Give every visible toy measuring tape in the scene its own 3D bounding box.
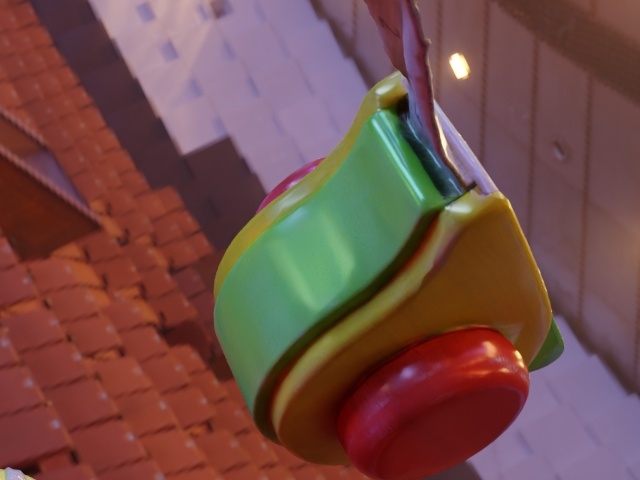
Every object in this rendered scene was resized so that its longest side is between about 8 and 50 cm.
[{"bbox_3d":[0.000,0.000,0.389,0.121,0.121,0.330,50,-2,33],"label":"toy measuring tape"}]

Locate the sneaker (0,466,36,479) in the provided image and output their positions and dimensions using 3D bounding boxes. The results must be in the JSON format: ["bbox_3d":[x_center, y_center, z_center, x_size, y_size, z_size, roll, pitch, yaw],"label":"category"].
[{"bbox_3d":[-0.312,0.250,0.965,0.147,0.145,0.384,13,-8,15],"label":"sneaker"}]
